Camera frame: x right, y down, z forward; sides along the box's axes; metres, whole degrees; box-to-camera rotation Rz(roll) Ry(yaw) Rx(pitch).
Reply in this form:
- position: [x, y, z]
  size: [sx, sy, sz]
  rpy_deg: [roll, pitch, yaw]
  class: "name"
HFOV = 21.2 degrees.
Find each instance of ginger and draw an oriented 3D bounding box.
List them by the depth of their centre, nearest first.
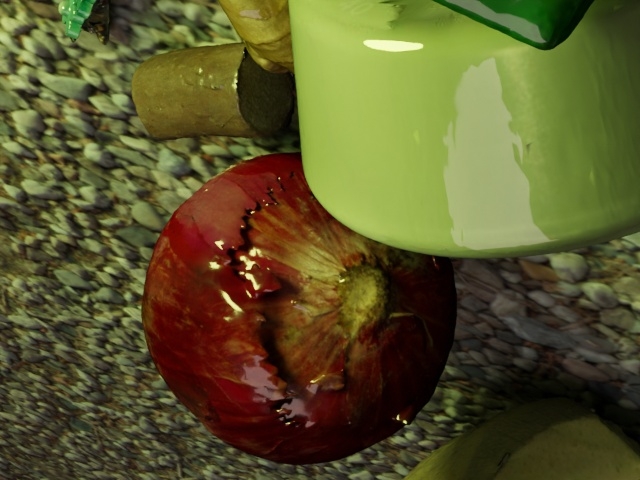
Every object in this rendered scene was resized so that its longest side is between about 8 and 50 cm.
- position: [-0.023, -0.168, 1.241]
  size: [0.115, 0.081, 0.205]
  rpy_deg: [46, 175, 27]
  class: "ginger"

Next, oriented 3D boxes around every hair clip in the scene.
- position: [-0.180, -0.194, 1.356]
  size: [0.049, 0.049, 0.173]
  rpy_deg: [25, 156, -7]
  class: "hair clip"

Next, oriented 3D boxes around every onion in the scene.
- position: [-0.019, 0.054, 1.459]
  size: [0.276, 0.276, 0.276]
  rpy_deg: [18, 155, 9]
  class: "onion"

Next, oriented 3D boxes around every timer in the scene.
- position: [0.096, -0.195, 0.923]
  size: [0.290, 0.291, 0.315]
  rpy_deg: [5, 126, 32]
  class: "timer"

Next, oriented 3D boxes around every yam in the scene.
- position: [-0.091, -0.120, 1.394]
  size: [0.127, 0.084, 0.084]
  rpy_deg: [-3, 146, 37]
  class: "yam"

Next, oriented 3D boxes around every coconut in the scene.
- position: [0.217, 0.386, 1.797]
  size: [0.404, 0.405, 0.404]
  rpy_deg: [18, 155, 9]
  class: "coconut"

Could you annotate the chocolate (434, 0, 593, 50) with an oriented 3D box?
- position: [0.025, -0.287, 0.682]
  size: [0.360, 0.161, 0.341]
  rpy_deg: [25, 114, -6]
  class: "chocolate"
